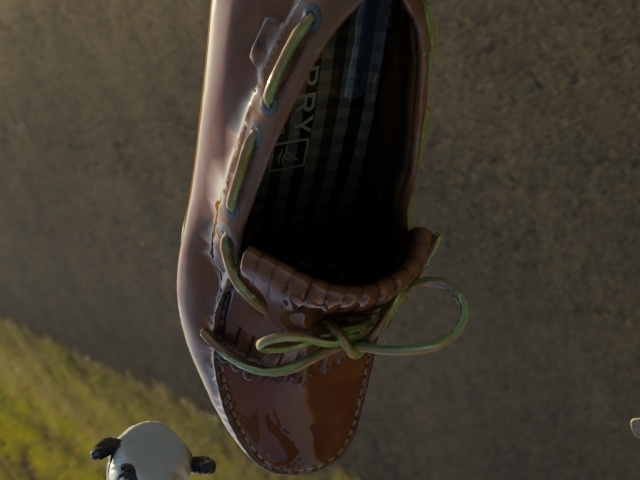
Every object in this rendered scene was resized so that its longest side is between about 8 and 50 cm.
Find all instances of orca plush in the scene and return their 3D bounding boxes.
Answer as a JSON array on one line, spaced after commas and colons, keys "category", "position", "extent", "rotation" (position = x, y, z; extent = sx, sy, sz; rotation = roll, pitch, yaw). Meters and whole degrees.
[{"category": "orca plush", "position": [-0.197, 0.318, 1.623], "extent": [0.287, 0.151, 0.102], "rotation": [31, 114, 59]}]

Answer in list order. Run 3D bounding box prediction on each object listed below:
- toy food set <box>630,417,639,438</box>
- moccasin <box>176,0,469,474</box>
[{"category": "toy food set", "position": [0.377, 0.243, 1.256], "extent": [0.071, 0.128, 0.218], "rotation": [-50, -55, -67]}, {"category": "moccasin", "position": [0.003, 0.000, 0.774], "extent": [0.147, 0.139, 0.380], "rotation": [55, 143, 45]}]
